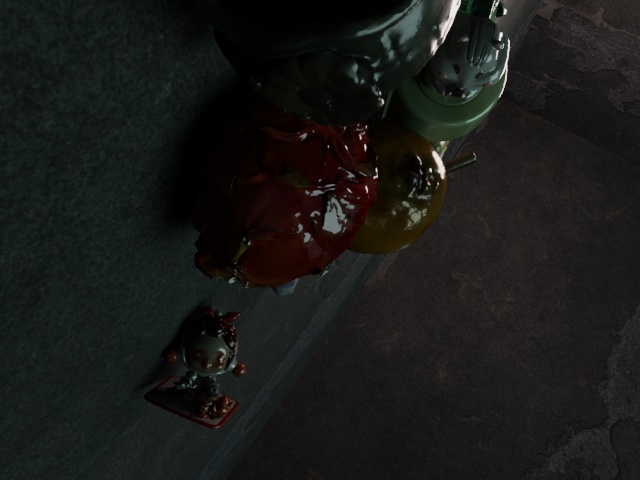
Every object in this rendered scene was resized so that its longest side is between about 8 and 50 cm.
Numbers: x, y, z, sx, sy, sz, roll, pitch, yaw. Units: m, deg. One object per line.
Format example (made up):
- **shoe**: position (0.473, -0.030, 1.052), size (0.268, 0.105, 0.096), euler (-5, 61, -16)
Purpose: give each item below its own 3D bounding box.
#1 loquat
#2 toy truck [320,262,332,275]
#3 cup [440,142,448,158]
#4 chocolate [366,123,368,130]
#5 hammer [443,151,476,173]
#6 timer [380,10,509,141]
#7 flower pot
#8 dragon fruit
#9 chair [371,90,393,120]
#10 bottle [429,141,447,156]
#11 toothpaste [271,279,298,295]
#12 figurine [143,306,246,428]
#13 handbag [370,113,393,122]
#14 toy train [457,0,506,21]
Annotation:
- **loquat**: position (0.133, -0.124, 1.148), size (0.328, 0.328, 0.328), euler (-51, 164, -20)
- **toy truck**: position (0.000, 0.000, 1.393), size (0.080, 0.115, 0.177), euler (-32, 150, -58)
- **cup**: position (0.361, -0.397, 1.660), size (0.226, 0.185, 0.241), euler (-62, -160, -2)
- **chocolate**: position (0.011, -0.265, 0.883), size (0.112, 0.112, 0.321), euler (-55, 164, -10)
- **hammer**: position (0.320, -0.207, 1.649), size (0.440, 0.044, 0.168), euler (-21, 174, 5)
- **timer**: position (0.290, -0.375, 1.028), size (0.290, 0.291, 0.315), euler (-58, -176, 4)
- **flower pot**: position (-0.001, -0.274, 0.488), size (0.301, 0.302, 0.213), euler (-59, 166, 10)
- **dragon fruit**: position (-0.052, -0.079, 0.755), size (0.277, 0.277, 0.342), euler (-26, 146, -63)
- **chair**: position (0.129, -0.396, 0.923), size (0.147, 0.136, 0.270), euler (-47, 161, -28)
- **bottle**: position (0.311, -0.322, 1.303), size (0.260, 0.112, 0.112), euler (-58, 169, -34)
- **toothpaste**: position (-0.084, 0.036, 1.233), size (0.371, 0.125, 0.080), euler (103, -10, -59)
- **figurine**: position (-0.251, 0.259, 1.073), size (0.160, 0.183, 0.226), euler (-13, 123, -82)
- **handbag**: position (0.187, -0.288, 1.360), size (0.235, 0.127, 0.213), euler (-59, 168, 13)
- **toy train**: position (0.432, -0.665, 1.293), size (0.115, 0.154, 0.269), euler (-54, 165, -4)
